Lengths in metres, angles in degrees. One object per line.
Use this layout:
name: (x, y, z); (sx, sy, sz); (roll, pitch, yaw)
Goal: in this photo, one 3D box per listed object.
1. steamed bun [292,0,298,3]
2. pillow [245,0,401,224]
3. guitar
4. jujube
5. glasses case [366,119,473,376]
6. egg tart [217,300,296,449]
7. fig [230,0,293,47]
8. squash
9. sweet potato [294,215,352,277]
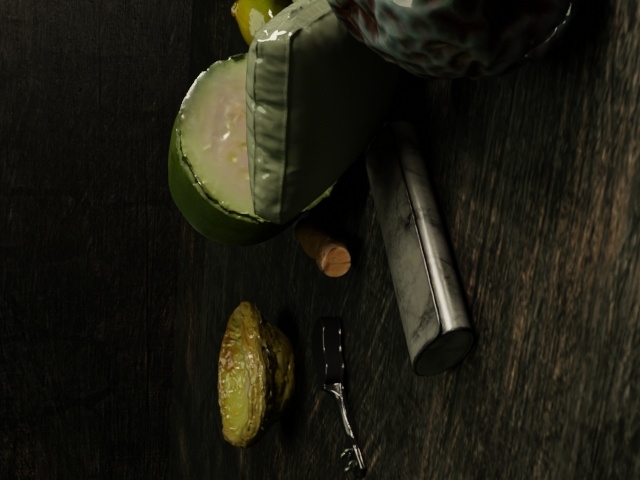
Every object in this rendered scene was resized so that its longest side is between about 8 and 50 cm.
steamed bun: (-0.027, -0.499, 1.413); (0.428, 0.189, 0.247); (132, 161, -64)
pillow: (0.014, -0.193, 1.065); (0.322, 0.119, 0.255); (-51, -28, -47)
guitar: (0.025, 0.242, 1.384); (0.084, 0.038, 0.271); (108, 156, -50)
jujube: (0.107, -0.267, 0.829); (0.317, 0.226, 0.226); (-124, 38, -54)
glasses case: (0.111, 0.004, 1.057); (0.114, 0.060, 0.299); (109, 156, -52)
egg tart: (-0.120, 0.263, 1.743); (0.294, 0.123, 0.294); (-177, 90, -71)
fig: (-0.091, -0.409, 1.681); (0.153, 0.120, 0.136); (37, 123, 42)
squash: (-0.112, -0.135, 1.423); (0.384, 0.263, 0.263); (154, 115, -78)
sweet potato: (0.000, 0.000, 1.436); (0.059, 0.067, 0.281); (-64, 18, 8)
